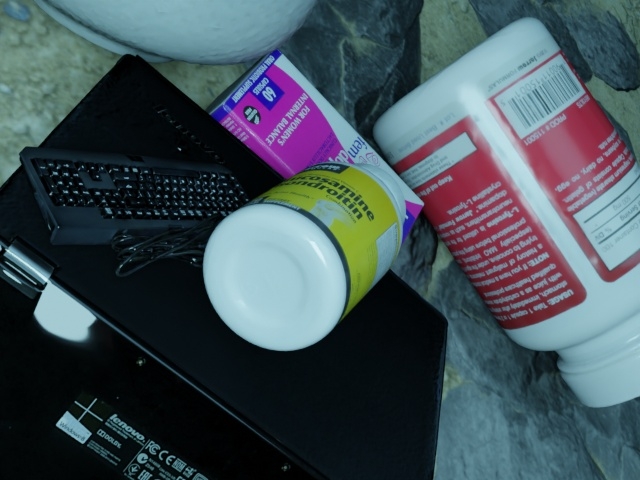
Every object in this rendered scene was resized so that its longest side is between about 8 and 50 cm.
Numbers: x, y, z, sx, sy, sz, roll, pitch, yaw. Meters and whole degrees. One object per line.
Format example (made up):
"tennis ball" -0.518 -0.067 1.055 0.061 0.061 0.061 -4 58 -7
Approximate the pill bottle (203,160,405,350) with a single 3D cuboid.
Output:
"pill bottle" 0.000 0.000 0.641 0.103 0.103 0.184 55 29 -2

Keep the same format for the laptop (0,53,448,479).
"laptop" -0.121 0.130 0.661 0.382 0.236 0.408 40 88 -15

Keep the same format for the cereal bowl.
"cereal bowl" -0.170 -0.265 0.789 0.339 0.141 0.339 29 26 -15

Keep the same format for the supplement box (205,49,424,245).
"supplement box" -0.022 -0.058 0.860 0.220 0.114 0.111 45 46 -14

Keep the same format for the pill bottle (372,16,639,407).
"pill bottle" 0.259 -0.026 0.998 0.229 0.229 0.407 -36 92 -46

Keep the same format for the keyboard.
"keyboard" -0.105 -0.027 0.603 0.192 0.038 0.100 -2 58 -52
